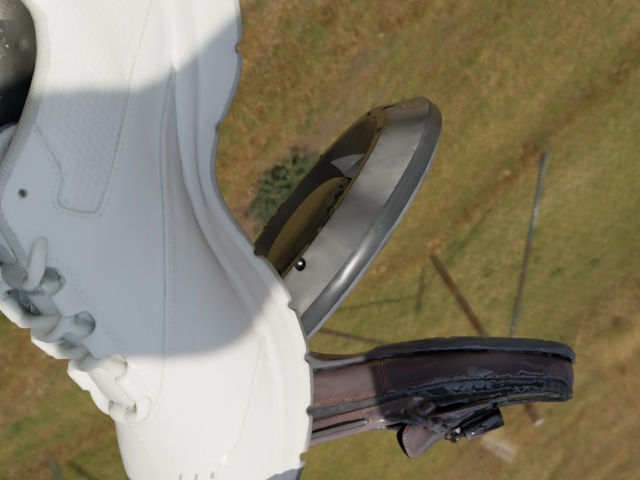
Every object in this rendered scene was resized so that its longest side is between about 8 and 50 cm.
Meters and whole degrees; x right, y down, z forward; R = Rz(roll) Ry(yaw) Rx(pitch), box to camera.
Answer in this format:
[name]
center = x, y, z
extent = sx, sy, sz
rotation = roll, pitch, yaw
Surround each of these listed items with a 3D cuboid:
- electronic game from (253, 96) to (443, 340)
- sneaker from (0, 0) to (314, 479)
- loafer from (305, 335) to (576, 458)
[electronic game]
center = 0.000, 0.000, 0.607
extent = 0.229, 0.048, 0.229
rotation = -51, -168, 15
[sneaker]
center = -0.091, 0.004, 0.384
extent = 0.111, 0.297, 0.129
rotation = -7, -171, 39
[loafer]
center = 0.044, 0.132, 0.709
extent = 0.303, 0.095, 0.109
rotation = -4, 158, 5
